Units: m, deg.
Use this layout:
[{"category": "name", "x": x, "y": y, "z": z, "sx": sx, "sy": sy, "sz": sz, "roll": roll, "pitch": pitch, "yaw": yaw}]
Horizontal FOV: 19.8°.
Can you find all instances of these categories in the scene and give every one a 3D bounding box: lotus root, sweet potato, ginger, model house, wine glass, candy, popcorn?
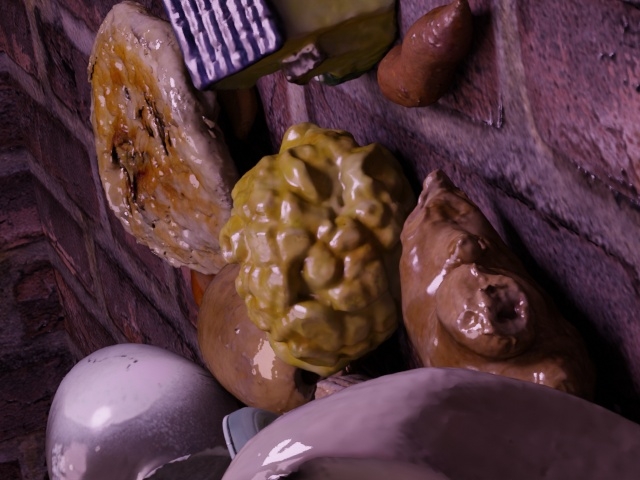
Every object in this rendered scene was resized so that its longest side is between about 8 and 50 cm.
[{"category": "lotus root", "x": -0.054, "y": 0.091, "z": 1.981, "sx": 0.169, "sy": 0.151, "sz": 0.343, "roll": -61, "pitch": 25, "yaw": -1}, {"category": "sweet potato", "x": 0.090, "y": -0.151, "z": 1.531, "sx": 0.218, "sy": 0.051, "sz": 0.065, "roll": 139, "pitch": 116, "yaw": -71}, {"category": "sweet potato", "x": -0.130, "y": -0.210, "z": 2.120, "sx": 0.069, "sy": 0.059, "sz": 0.249, "roll": 38, "pitch": -167, "yaw": -44}, {"category": "ginger", "x": 0.128, "y": 0.067, "z": 1.479, "sx": 0.270, "sy": 0.123, "sz": 0.219, "roll": 59, "pitch": 171, "yaw": 16}, {"category": "model house", "x": -0.063, "y": -0.226, "z": 1.670, "sx": 0.194, "sy": 0.211, "sz": 0.170, "roll": 70, "pitch": 160, "yaw": 6}, {"category": "wine glass", "x": -0.171, "y": 0.247, "z": 1.985, "sx": 0.323, "sy": 0.238, "sz": 0.238, "roll": -133, "pitch": 31, "yaw": -59}, {"category": "candy", "x": 0.107, "y": 0.264, "z": 1.378, "sx": 0.186, "sy": 0.386, "sz": 0.427, "roll": -79, "pitch": -2, "yaw": -49}, {"category": "popcorn", "x": -0.001, "y": 0.007, "z": 1.735, "sx": 0.217, "sy": 0.181, "sz": 0.235, "roll": 95, "pitch": 160, "yaw": -53}]

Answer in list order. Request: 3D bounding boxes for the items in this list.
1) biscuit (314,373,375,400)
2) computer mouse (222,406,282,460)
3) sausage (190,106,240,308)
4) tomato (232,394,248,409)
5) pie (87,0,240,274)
[{"category": "biscuit", "x": 0.066, "y": 0.188, "z": 1.643, "sx": 0.239, "sy": 0.062, "sz": 0.108, "roll": -171, "pitch": 75, "yaw": -67}, {"category": "computer mouse", "x": 0.011, "y": 0.273, "z": 1.805, "sx": 0.097, "sy": 0.288, "sz": 0.159, "roll": -52, "pitch": 29, "yaw": 18}, {"category": "sausage", "x": -0.132, "y": -0.030, "z": 2.261, "sx": 0.103, "sy": 0.076, "sz": 0.302, "roll": -127, "pitch": 27, "yaw": -61}, {"category": "tomato", "x": -0.020, "y": 0.318, "z": 2.099, "sx": 0.338, "sy": 0.144, "sz": 0.338, "roll": 176, "pitch": 90, "yaw": -68}, {"category": "pie", "x": -0.186, "y": -0.113, "z": 2.130, "sx": 0.339, "sy": 0.077, "sz": 0.339, "roll": 42, "pitch": 145, "yaw": 39}]
